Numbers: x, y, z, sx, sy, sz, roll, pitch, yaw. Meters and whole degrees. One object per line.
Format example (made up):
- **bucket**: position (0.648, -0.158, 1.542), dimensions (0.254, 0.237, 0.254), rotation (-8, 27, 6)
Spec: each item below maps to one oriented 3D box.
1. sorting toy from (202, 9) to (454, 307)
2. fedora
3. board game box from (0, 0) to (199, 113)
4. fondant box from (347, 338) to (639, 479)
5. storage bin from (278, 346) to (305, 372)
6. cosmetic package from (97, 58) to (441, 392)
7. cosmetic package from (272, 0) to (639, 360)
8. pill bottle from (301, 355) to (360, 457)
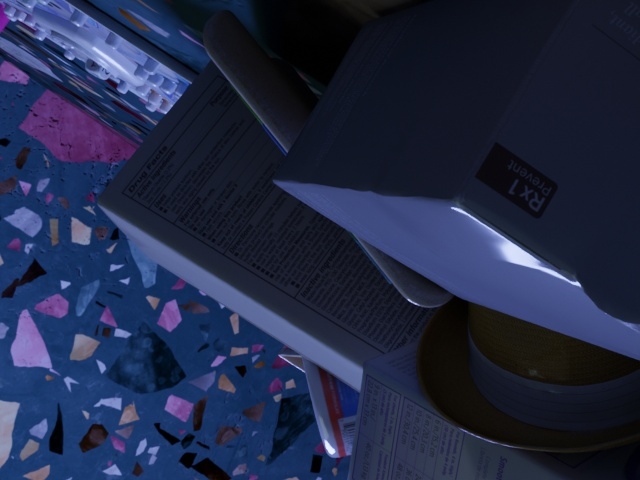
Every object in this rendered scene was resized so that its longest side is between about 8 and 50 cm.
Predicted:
- **sorting toy**: position (0.006, -0.041, 0.668), dimensions (0.193, 0.038, 0.208), rotation (51, -173, 1)
- **fedora**: position (0.137, 0.035, 0.624), dimensions (0.194, 0.194, 0.079), rotation (27, 138, 52)
- **board game box**: position (-0.258, -0.201, 1.221), dimensions (0.390, 0.050, 0.390), rotation (32, 176, -7)
- **fondant box**: position (0.215, 0.145, 0.665), dimensions (0.330, 0.096, 0.238), rotation (25, -152, 39)
- **storage bin**: position (0.111, 0.136, 1.131), dimensions (0.262, 0.123, 0.260), rotation (33, 172, -4)
- **cosmetic package**: position (0.000, 0.000, 0.864), dimensions (0.309, 0.160, 0.113), rotation (31, 166, 29)
- **cosmetic package**: position (0.079, -0.029, 0.449), dimensions (0.127, 0.107, 0.238), rotation (32, 173, -18)
- **pill bottle**: position (0.098, 0.097, 0.937), dimensions (0.124, 0.222, 0.124), rotation (166, 90, -88)
